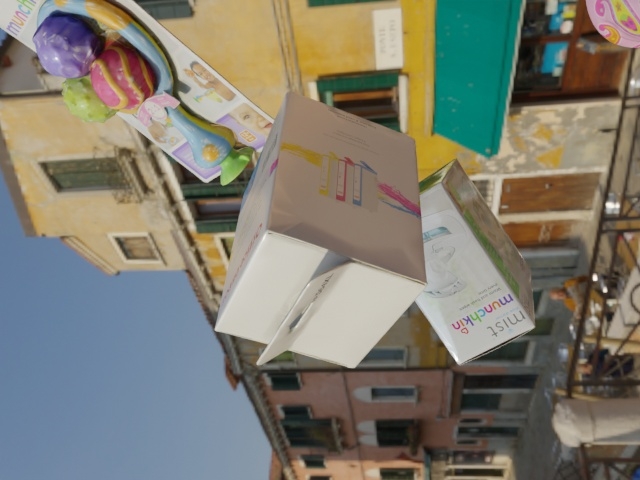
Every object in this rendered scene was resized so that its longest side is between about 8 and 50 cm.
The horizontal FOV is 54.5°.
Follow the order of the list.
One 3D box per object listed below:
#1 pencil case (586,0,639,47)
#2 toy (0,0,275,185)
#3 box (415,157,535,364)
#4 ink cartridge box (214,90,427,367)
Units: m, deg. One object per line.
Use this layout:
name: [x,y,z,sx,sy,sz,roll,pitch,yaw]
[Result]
pencil case: [0.370,-0.250,0.556,0.284,0.124,0.124,-148,54,-75]
toy: [-0.155,-0.118,0.482,0.237,0.137,0.056,35,-123,-28]
box: [0.203,0.019,0.930,0.231,0.127,0.262,56,-158,-2]
ink cartridge box: [0.000,0.000,0.368,0.143,0.090,0.092,-86,19,-44]
